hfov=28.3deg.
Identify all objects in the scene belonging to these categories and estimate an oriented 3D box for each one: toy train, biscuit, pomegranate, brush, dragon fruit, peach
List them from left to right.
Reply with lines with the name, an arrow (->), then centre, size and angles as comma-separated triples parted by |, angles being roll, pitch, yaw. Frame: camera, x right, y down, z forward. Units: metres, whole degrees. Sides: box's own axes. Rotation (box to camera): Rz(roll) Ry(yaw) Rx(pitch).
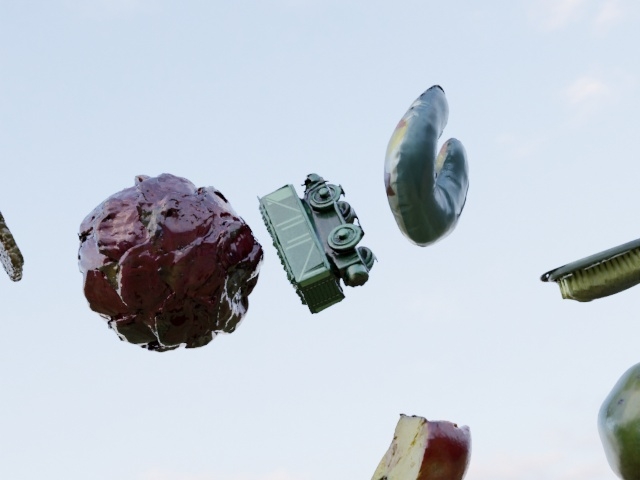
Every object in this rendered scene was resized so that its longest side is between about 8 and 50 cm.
biscuit -> -0.493, -0.055, 1.862 | 0.026, 0.237, 0.131 | -25, -6, -21
dragon fruit -> -0.261, 0.043, 2.201 | 0.329, 0.329, 0.329 | -7, -30, -4
toy train -> 0.000, 0.000, 2.206 | 0.154, 0.269, 0.115 | -29, -42, 4
peach -> 0.137, 0.292, 1.674 | 0.118, 0.151, 0.151 | 27, -42, -17
brush -> 0.434, 0.018, 1.658 | 0.296, 0.060, 0.068 | -22, -14, 6
pomegranate -> 0.447, 0.249, 1.700 | 0.179, 0.180, 0.209 | -3, -5, -11

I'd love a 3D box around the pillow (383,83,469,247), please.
pillow -> 0.171, -0.105, 1.959 | 0.086, 0.214, 0.233 | 8, -34, 33
